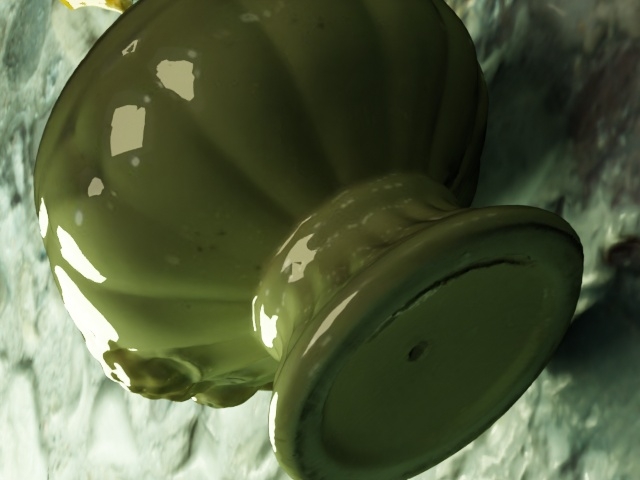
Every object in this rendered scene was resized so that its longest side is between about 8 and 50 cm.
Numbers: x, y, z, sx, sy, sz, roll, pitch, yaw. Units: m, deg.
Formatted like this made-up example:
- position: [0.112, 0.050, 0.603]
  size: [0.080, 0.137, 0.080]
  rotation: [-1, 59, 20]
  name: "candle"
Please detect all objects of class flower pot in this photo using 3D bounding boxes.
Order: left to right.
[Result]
- position: [0.000, 0.000, 1.104]
  size: [0.244, 0.307, 0.307]
  rotation: [49, 123, 35]
  name: "flower pot"

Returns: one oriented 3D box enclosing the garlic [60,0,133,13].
- position: [-0.178, -0.321, 1.632]
  size: [0.164, 0.145, 0.245]
  rotation: [47, 125, 14]
  name: "garlic"
